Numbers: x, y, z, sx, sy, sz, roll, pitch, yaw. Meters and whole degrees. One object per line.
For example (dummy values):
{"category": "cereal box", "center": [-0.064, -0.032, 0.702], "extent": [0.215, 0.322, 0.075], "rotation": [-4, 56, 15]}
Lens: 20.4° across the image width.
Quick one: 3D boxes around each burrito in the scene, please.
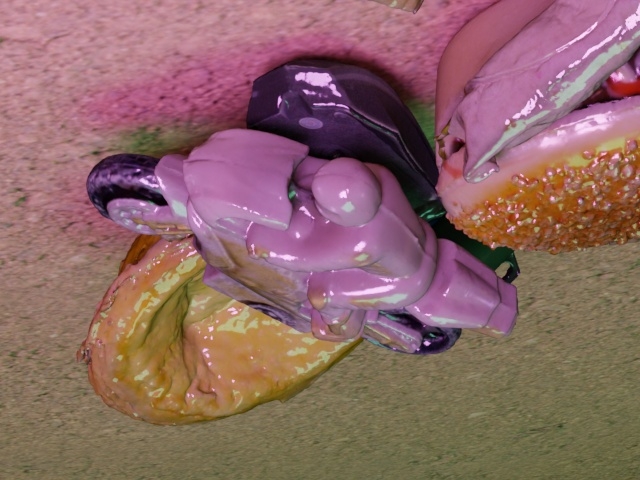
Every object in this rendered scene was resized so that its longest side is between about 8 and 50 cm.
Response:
{"category": "burrito", "center": [0.185, -0.143, 1.181], "extent": [0.059, 0.082, 0.275], "rotation": [32, 117, -35]}

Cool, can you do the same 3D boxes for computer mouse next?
{"category": "computer mouse", "center": [0.023, -0.083, 1.406], "extent": [0.126, 0.071, 0.231], "rotation": [-9, 151, 25]}

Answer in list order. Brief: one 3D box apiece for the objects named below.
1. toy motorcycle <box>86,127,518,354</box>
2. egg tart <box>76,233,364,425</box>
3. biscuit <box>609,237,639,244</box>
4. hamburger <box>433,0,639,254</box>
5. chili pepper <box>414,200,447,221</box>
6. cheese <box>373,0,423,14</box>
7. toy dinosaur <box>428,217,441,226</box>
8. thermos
{"category": "toy motorcycle", "center": [0.000, 0.000, 1.373], "extent": [0.341, 0.108, 0.223], "rotation": [27, 151, -25]}
{"category": "egg tart", "center": [-0.075, 0.039, 1.597], "extent": [0.315, 0.120, 0.315], "rotation": [-19, 145, -14]}
{"category": "biscuit", "center": [0.469, -0.053, 1.762], "extent": [0.379, 0.054, 0.094], "rotation": [-8, 163, -4]}
{"category": "hamburger", "center": [0.222, -0.086, 1.358], "extent": [0.302, 0.170, 0.302], "rotation": [-9, 161, -3]}
{"category": "chili pepper", "center": [0.109, -0.040, 1.652], "extent": [0.153, 0.041, 0.050], "rotation": [-29, 179, 8]}
{"category": "cheese", "center": [0.072, -0.184, 1.204], "extent": [0.060, 0.041, 0.084], "rotation": [15, 166, -37]}
{"category": "toy dinosaur", "center": [0.069, 0.001, 1.723], "extent": [0.188, 0.075, 0.248], "rotation": [4, 165, -16]}
{"category": "thermos", "center": [0.137, 0.000, 1.590], "extent": [0.188, 0.073, 0.083], "rotation": [-44, 141, 3]}
